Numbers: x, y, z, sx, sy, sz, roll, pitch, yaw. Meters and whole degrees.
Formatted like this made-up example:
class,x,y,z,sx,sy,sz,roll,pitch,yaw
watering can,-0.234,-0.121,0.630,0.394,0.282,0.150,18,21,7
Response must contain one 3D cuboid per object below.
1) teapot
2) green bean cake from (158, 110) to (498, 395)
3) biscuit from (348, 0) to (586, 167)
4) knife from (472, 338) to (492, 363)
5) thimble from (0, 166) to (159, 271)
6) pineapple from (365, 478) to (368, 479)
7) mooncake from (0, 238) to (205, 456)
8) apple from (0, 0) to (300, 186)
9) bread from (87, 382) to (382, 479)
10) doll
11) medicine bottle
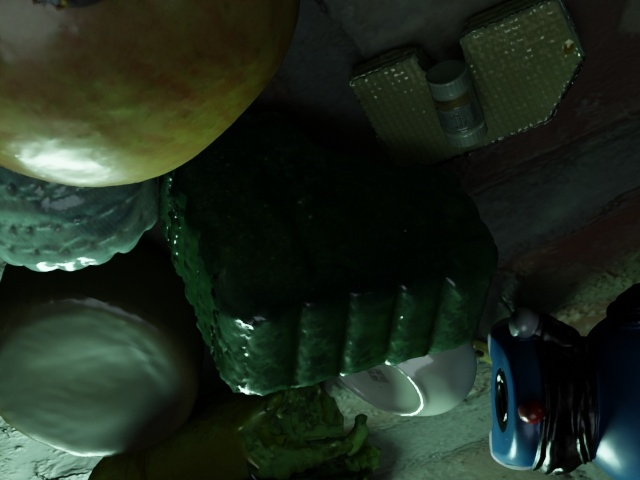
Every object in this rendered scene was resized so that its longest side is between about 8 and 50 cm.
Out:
class,x,y,z,sx,sy,sz,roll,pitch,yaw
teapot,0.099,0.118,1.505,0.204,0.139,0.298,14,143,37
green bean cake,0.000,0.000,1.316,0.307,0.300,0.169,-10,138,-17
biscuit,0.165,-0.169,1.308,0.250,0.046,0.147,-21,125,22
knife,0.329,0.185,1.618,0.297,0.017,0.047,23,122,-14
thimble,-0.292,-0.084,1.313,0.250,0.205,0.172,19,137,28
pineapple,-0.017,0.383,1.803,0.221,0.047,0.221,4,128,5
mooncake,-0.282,0.126,1.528,0.284,0.155,0.284,3,128,3
apple,-0.206,-0.238,1.070,0.391,0.391,0.346,-23,133,22
bread,-0.137,0.311,1.628,0.376,0.251,0.208,-28,89,26
doll,0.371,0.190,1.475,0.310,0.240,0.284,-1,102,-2
medicine bottle,0.143,-0.143,1.271,0.047,0.047,0.083,-13,128,16
